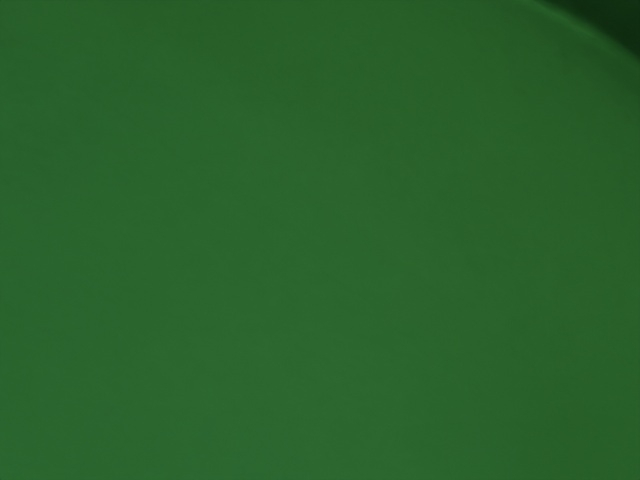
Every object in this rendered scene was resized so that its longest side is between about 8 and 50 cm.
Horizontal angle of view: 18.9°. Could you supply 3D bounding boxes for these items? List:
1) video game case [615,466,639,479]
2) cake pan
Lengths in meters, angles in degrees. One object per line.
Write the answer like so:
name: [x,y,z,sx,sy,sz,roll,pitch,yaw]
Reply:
video game case: [0.013,0.180,0.343,0.285,0.025,0.204,-23,93,-32]
cake pan: [0.000,0.000,0.374,0.293,0.054,0.293,8,47,-8]
